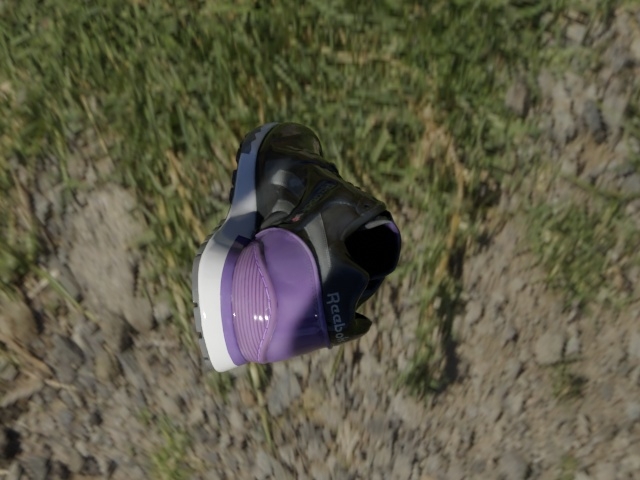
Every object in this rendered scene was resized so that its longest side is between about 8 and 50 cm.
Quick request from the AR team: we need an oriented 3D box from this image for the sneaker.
[{"bbox_3d":[0.000,0.000,1.064,0.124,0.283,0.107,-5,119,11],"label":"sneaker"}]
